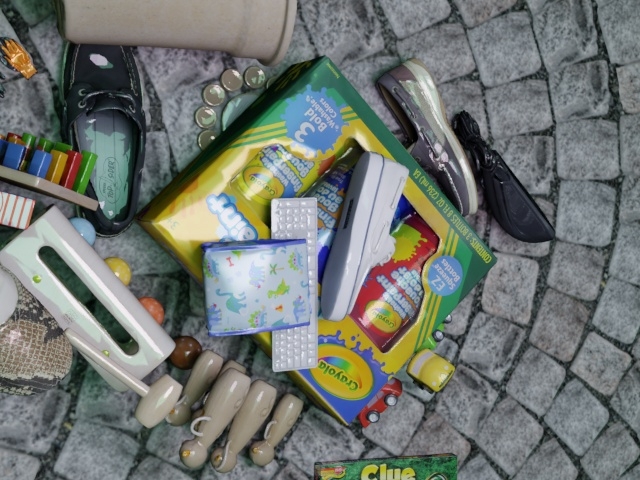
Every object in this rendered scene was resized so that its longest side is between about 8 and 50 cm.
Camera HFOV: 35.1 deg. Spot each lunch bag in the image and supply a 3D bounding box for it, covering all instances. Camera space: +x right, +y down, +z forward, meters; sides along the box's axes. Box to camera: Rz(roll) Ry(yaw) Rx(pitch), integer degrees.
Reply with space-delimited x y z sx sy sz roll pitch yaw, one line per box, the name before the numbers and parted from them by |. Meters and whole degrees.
lunch bag | -0.090 0.063 1.431 0.151 0.096 0.128 -4 97 -8

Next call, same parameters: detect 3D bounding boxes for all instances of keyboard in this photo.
keyboard | -0.038 0.065 1.491 0.072 0.014 0.256 -2 97 -17

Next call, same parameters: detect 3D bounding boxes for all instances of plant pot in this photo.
plant pot | -0.225 -0.403 1.430 0.306 0.334 0.333 -7 93 -17

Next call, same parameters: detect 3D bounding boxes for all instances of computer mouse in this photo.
computer mouse | 0.309 -0.087 1.745 0.072 0.188 0.272 -36 118 13

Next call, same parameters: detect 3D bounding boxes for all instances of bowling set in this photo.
bowling set | -0.171 0.256 1.564 0.154 0.200 0.287 -59 151 -6

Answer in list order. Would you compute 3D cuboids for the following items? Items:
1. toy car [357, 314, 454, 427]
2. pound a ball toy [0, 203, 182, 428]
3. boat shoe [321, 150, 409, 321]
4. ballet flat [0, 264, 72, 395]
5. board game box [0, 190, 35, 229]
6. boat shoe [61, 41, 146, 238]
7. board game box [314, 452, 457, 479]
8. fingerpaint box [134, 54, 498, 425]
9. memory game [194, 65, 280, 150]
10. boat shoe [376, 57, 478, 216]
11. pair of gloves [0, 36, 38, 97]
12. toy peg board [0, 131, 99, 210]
toy car | 0.154 0.186 1.681 0.053 0.239 0.225 41 48 -11
pound a ball toy | -0.311 0.098 1.459 0.136 0.208 0.319 -42 104 -11
boat shoe | 0.071 0.000 1.485 0.084 0.095 0.258 17 87 -17
ballet flat | -0.534 0.030 1.295 0.483 0.182 0.164 30 52 9
board game box | -0.481 -0.054 1.402 0.147 0.193 0.045 15 86 -20
boat shoe | -0.319 -0.172 1.505 0.127 0.113 0.340 3 90 -21
board game box | 0.113 0.438 1.727 0.260 0.030 0.136 0 88 -21
fingerpaint box | 0.000 0.000 1.596 0.371 0.163 0.445 -45 107 -13
memory game | -0.114 -0.190 1.639 0.186 0.012 0.186 0 90 -21
boat shoe | 0.178 -0.163 1.710 0.092 0.103 0.285 -25 99 -10
pair of gloves | -0.472 -0.257 1.501 0.083 0.010 0.074 -39 104 -15
toy peg board | -0.406 -0.113 1.414 0.161 0.161 0.079 16 85 19
